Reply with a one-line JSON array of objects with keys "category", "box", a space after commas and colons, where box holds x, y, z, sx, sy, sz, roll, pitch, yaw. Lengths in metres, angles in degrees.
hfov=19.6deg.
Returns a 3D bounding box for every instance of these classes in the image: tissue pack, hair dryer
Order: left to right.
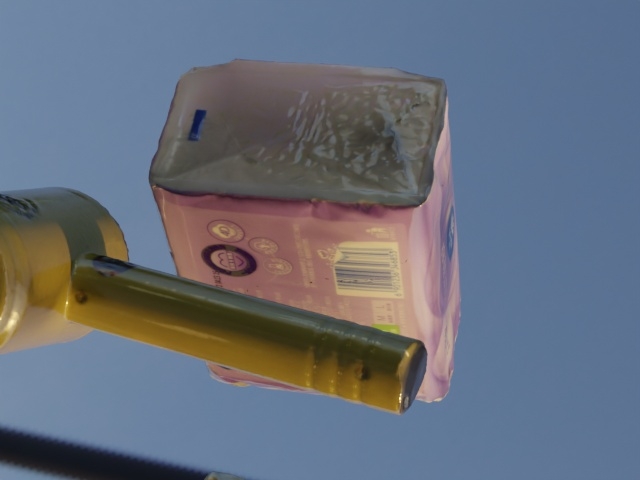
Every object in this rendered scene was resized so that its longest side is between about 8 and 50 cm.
[{"category": "hair dryer", "box": [-0.083, 0.038, 0.965, 0.278, 0.135, 0.090, 14, -84, 17]}, {"category": "tissue pack", "box": [0.000, 0.000, 1.657, 0.242, 0.160, 0.338, 6, -32, 10]}]

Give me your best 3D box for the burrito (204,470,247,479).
[{"category": "burrito", "box": [-0.039, 0.187, 0.477, 0.082, 0.059, 0.275, -34, -141, 33]}]
